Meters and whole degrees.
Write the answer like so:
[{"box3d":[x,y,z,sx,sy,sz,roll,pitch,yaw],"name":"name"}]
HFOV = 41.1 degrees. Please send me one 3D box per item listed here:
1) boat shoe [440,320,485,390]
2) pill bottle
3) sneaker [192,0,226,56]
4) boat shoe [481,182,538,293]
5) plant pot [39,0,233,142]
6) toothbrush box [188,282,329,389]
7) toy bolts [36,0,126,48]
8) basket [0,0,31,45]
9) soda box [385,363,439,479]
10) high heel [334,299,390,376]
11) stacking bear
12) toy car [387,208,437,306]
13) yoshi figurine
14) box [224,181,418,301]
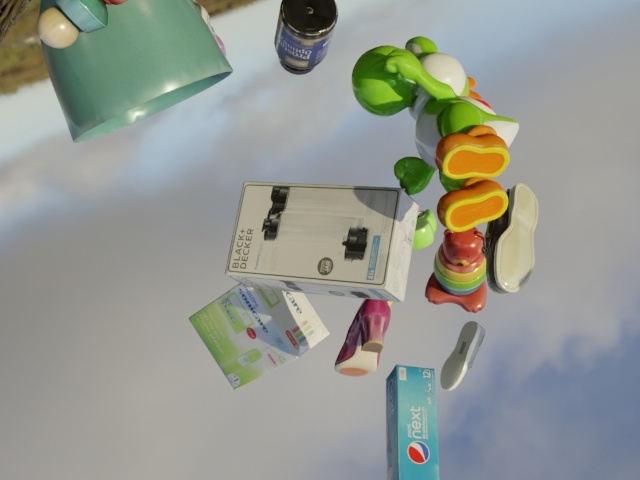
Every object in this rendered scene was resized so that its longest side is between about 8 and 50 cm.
[{"box3d":[0.359,0.293,2.135,0.066,0.063,0.184,11,-103,49],"name":"boat shoe"},{"box3d":[-0.036,-0.446,1.844,0.122,0.123,0.219,-24,170,-13],"name":"pill bottle"},{"box3d":[-0.249,-0.418,1.818,0.102,0.161,0.282,-31,-149,9],"name":"sneaker"},{"box3d":[0.437,0.004,2.019,0.096,0.116,0.325,-30,-149,44],"name":"boat shoe"},{"box3d":[-0.324,-0.329,1.414,0.292,0.235,0.293,-23,-172,4],"name":"plant pot"},{"box3d":[-0.146,0.194,1.950,0.122,0.206,0.283,-33,180,-43],"name":"toothbrush box"},{"box3d":[-0.395,-0.395,1.228,0.158,0.228,0.218,-42,-153,3],"name":"toy bolts"},{"box3d":[-0.678,-0.525,1.607,0.223,0.213,0.299,26,-100,31],"name":"basket"},{"box3d":[0.143,0.308,1.349,0.067,0.210,0.071,8,149,-9],"name":"soda box"},{"box3d":[0.079,0.182,1.648,0.082,0.117,0.244,8,152,-4],"name":"high heel"},{"box3d":[0.388,0.056,2.356,0.175,0.289,0.164,12,-118,12],"name":"stacking bear"},{"box3d":[0.164,0.014,1.735,0.225,0.239,0.053,-36,-142,-24],"name":"toy car"},{"box3d":[0.148,-0.185,1.295,0.203,0.203,0.362,-44,-142,24],"name":"yoshi figurine"},{"box3d":[0.000,0.000,1.386,0.289,0.169,0.087,5,166,27],"name":"box"}]
